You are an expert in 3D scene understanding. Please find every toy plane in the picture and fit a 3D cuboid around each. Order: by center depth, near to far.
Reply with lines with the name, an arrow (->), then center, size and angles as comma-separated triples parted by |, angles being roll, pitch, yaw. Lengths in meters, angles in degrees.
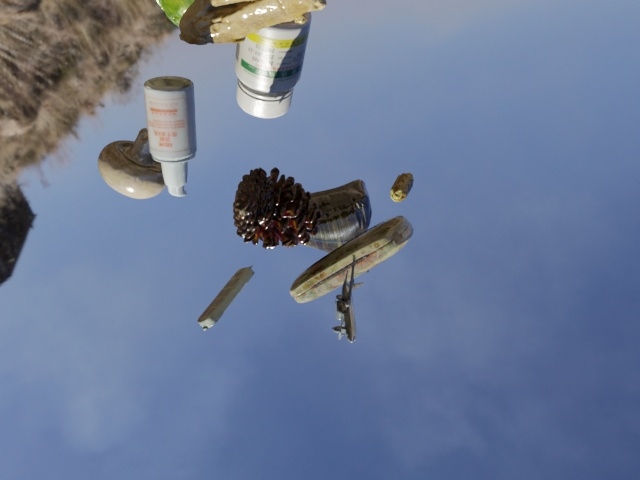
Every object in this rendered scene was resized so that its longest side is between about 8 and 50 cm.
toy plane -> 0.058, 0.147, 1.405 | 0.058, 0.225, 0.226 | 11, -150, 3

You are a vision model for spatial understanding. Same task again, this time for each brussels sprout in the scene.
brussels sprout -> -0.335, -0.632, 1.677 | 0.161, 0.223, 0.223 | -42, -157, -1

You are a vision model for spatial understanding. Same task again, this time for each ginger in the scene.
ginger -> -0.142, -0.480, 1.288 | 0.354, 0.189, 0.126 | -23, -158, 27

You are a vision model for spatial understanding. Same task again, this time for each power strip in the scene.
power strip -> -0.247, 0.144, 1.722 | 0.080, 0.029, 0.227 | -21, -152, 54

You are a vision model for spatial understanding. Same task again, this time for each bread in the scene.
bread -> 0.259, -0.166, 2.077 | 0.066, 0.060, 0.110 | -40, -167, 43

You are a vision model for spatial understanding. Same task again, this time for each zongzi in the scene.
zongzi -> 0.000, 0.000, 2.471 | 0.404, 0.432, 0.207 | -10, -139, -4

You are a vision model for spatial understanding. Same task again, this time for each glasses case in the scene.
glasses case -> 0.082, 0.059, 1.846 | 0.425, 0.098, 0.156 | -33, -173, 33

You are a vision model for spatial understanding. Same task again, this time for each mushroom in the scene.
mushroom -> -0.508, -0.223, 1.816 | 0.204, 0.204, 0.204 | -17, -159, 7

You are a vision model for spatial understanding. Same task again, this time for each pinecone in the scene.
pinecone -> -0.128, -0.087, 1.967 | 0.246, 0.292, 0.246 | -26, -125, 43

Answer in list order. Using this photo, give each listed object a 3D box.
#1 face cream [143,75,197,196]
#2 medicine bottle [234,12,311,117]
face cream -> -0.310, -0.209, 1.361 | 0.101, 0.251, 0.101 | 2, -152, -1
medicine bottle -> -0.154, -0.557, 1.979 | 0.208, 0.339, 0.208 | 7, -131, -7
